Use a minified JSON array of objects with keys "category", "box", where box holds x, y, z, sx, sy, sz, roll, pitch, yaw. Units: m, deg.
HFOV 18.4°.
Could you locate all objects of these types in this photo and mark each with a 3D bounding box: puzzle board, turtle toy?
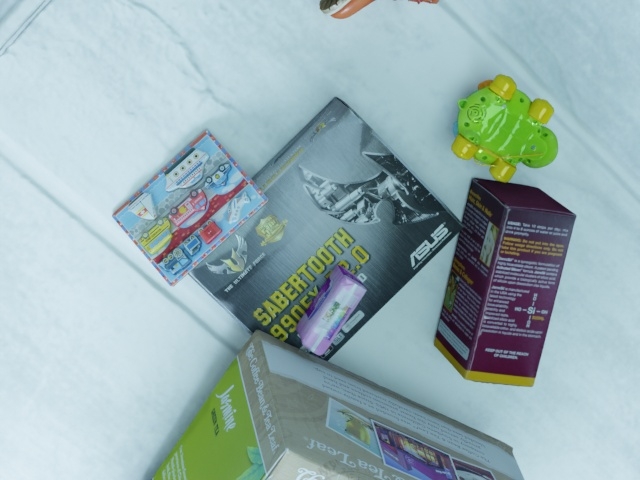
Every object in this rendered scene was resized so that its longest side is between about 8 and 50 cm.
[{"category":"puzzle board","box":[-0.128,-0.032,1.927,0.128,0.011,0.096,-42,77,2]},{"category":"turtle toy","box":[0.188,-0.111,1.993,0.130,0.066,0.095,29,99,-23]}]

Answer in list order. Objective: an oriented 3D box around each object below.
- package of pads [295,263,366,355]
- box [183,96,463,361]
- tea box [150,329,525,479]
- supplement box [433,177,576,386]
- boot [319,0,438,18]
[{"category":"package of pads","box":[0.009,0.068,1.948,0.032,0.050,0.083,31,98,-17]},{"category":"box","box":[0.000,0.000,1.982,0.231,0.056,0.183,-44,114,1]},{"category":"tea box","box":[0.004,0.322,1.972,0.329,0.220,0.323,27,111,-23]},{"category":"supplement box","box":[0.187,0.042,2.024,0.081,0.104,0.188,7,106,-19]},{"category":"boot","box":[0.076,-0.250,1.922,0.158,0.059,0.084,-35,119,-4]}]
